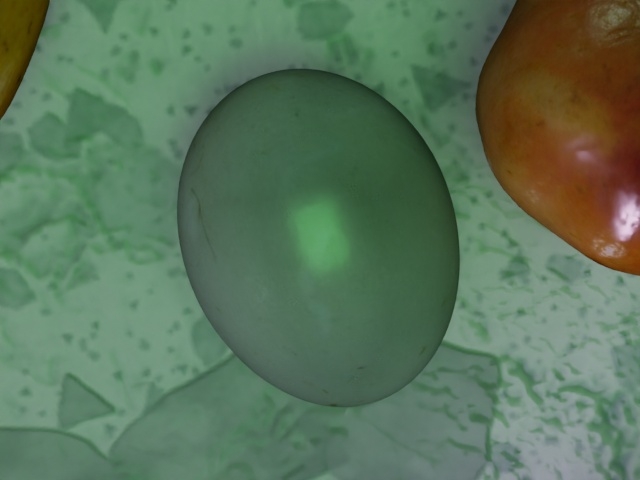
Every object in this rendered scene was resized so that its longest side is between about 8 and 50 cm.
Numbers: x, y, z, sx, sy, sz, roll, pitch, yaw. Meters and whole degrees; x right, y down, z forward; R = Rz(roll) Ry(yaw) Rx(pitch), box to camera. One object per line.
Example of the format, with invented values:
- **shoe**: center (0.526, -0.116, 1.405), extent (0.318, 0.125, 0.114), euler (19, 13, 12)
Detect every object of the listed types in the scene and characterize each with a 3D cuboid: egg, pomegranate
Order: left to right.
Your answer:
- **egg**: center (0.000, 0.000, 0.925), extent (0.149, 0.149, 0.192), euler (-19, 111, -1)
- **pomegranate**: center (0.187, -0.083, 0.903), extent (0.209, 0.209, 0.209), euler (-1, 102, -5)

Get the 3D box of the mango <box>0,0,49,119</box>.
- **mango**: center (-0.277, -0.094, 0.876), extent (0.350, 0.201, 0.199), euler (-37, 139, -5)
